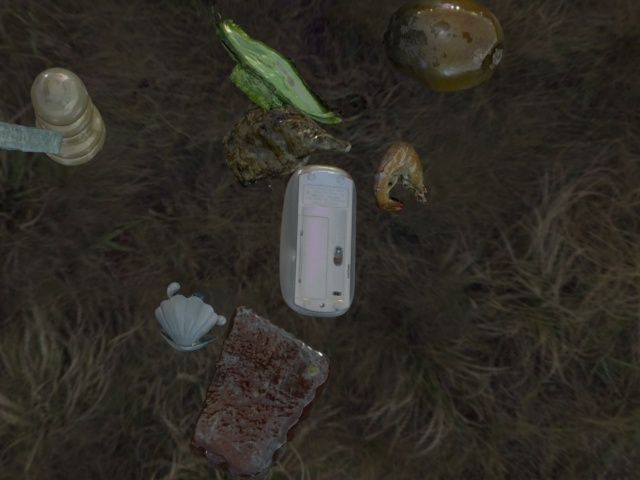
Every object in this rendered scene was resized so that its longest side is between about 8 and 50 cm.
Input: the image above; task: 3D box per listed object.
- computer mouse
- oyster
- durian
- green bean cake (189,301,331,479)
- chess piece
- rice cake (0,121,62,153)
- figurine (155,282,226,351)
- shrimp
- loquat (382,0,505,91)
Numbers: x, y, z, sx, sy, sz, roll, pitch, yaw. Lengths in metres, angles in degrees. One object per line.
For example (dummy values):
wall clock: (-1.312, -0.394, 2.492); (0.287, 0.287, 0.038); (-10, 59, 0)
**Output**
computer mouse: (-0.001, 0.001, 0.981); (0.102, 0.045, 0.199); (4, 79, -16)
oyster: (-0.115, -0.232, 1.797); (0.204, 0.396, 0.111); (46, 52, -21)
durian: (-0.109, -0.338, 1.532); (0.375, 0.106, 0.132); (40, 58, 12)
green bean cake: (-0.110, 0.233, 1.141); (0.198, 0.097, 0.233); (27, 61, 11)
chess piece: (-0.490, -0.244, 1.455); (0.143, 0.261, 0.143); (2, 80, -13)
rice cake: (-0.376, -0.124, 0.889); (0.029, 0.171, 0.033); (14, 96, 28)
figurine: (-0.176, 0.106, 1.032); (0.094, 0.082, 0.086); (6, 105, -2)
shrimp: (0.163, -0.109, 1.498); (0.053, 0.236, 0.133); (20, 79, 28)
loquat: (0.225, -0.366, 1.396); (0.227, 0.179, 0.179); (24, 93, 30)
